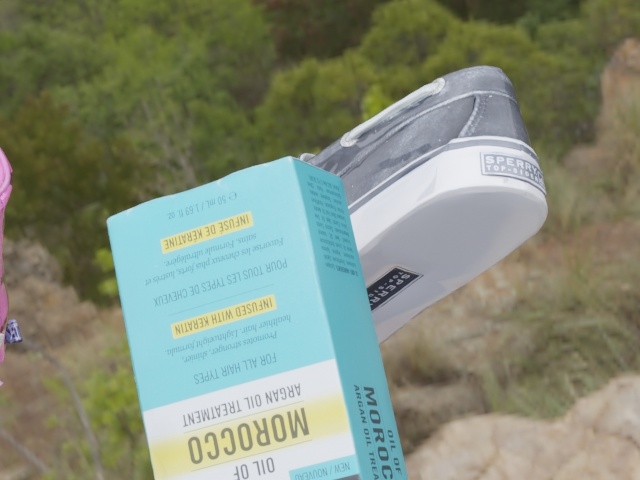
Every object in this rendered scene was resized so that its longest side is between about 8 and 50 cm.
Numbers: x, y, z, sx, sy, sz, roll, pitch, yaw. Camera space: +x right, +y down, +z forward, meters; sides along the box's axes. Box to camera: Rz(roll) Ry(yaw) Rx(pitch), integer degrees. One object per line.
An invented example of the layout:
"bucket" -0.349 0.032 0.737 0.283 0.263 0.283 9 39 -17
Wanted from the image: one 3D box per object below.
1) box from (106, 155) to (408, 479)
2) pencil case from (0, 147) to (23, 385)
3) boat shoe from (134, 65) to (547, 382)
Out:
"box" -0.020 0.095 0.736 0.100 0.060 0.244 -18 76 21
"pencil case" -0.259 0.016 1.169 0.095 0.209 0.098 -23 56 -27
"boat shoe" 0.000 0.000 0.956 0.301 0.108 0.102 -36 48 37
